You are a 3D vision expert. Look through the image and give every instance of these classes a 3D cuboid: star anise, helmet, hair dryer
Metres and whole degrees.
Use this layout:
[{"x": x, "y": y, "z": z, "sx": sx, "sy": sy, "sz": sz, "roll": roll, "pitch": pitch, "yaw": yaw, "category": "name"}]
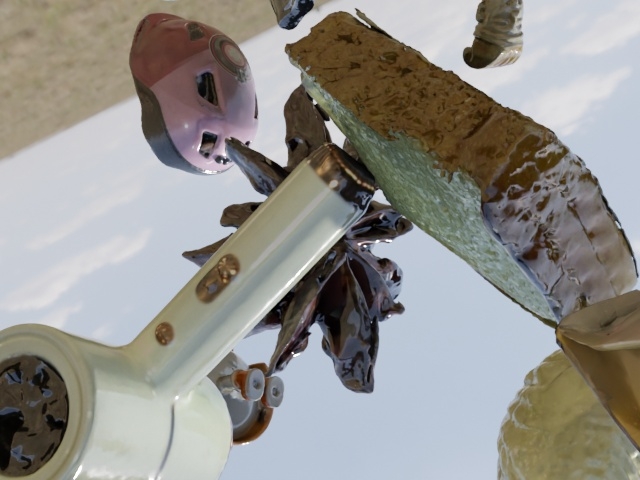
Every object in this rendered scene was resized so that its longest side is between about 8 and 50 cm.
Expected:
[{"x": -0.004, "y": -0.002, "z": 0.959, "sx": 0.212, "sy": 0.282, "sz": 0.129, "roll": -15, "pitch": -173, "yaw": -30, "category": "star anise"}, {"x": -0.170, "y": -0.223, "z": 1.589, "sx": 0.154, "sy": 0.253, "sz": 0.198, "roll": -5, "pitch": 171, "yaw": 41, "category": "helmet"}, {"x": -0.084, "y": 0.055, "z": 0.784, "sx": 0.362, "sy": 0.128, "sz": 0.203, "roll": -46, "pitch": 152, "yaw": 7, "category": "hair dryer"}]

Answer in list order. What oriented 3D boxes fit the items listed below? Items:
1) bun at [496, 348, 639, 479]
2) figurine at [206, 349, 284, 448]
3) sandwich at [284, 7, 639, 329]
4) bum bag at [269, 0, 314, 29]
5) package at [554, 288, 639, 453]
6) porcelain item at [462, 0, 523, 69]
[{"x": 0.357, "y": 0.261, "z": 1.283, "sx": 0.352, "sy": 0.349, "sz": 0.227, "roll": -35, "pitch": -152, "yaw": -24, "category": "bun"}, {"x": -0.153, "y": 0.184, "z": 1.293, "sx": 0.143, "sy": 0.143, "sz": 0.271, "roll": -35, "pitch": -157, "yaw": -33, "category": "figurine"}, {"x": 0.107, "y": -0.051, "z": 0.783, "sx": 0.087, "sy": 0.226, "sz": 0.251, "roll": -42, "pitch": -137, "yaw": -4, "category": "sandwich"}, {"x": 0.007, "y": -0.184, "z": 0.615, "sx": 0.049, "sy": 0.087, "sz": 0.198, "roll": -8, "pitch": 177, "yaw": -22, "category": "bum bag"}, {"x": 0.318, "y": 0.030, "z": 0.560, "sx": 0.311, "sy": 0.165, "sz": 0.221, "roll": -18, "pitch": -128, "yaw": -22, "category": "package"}, {"x": 0.134, "y": -0.230, "z": 0.784, "sx": 0.084, "sy": 0.213, "sz": 0.054, "roll": -8, "pitch": -157, "yaw": -22, "category": "porcelain item"}]
